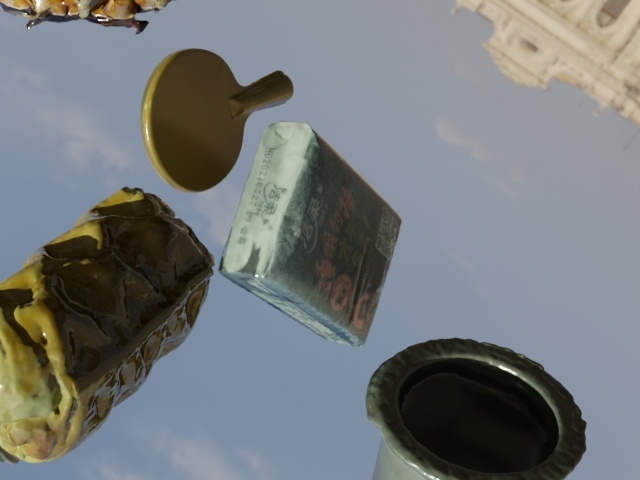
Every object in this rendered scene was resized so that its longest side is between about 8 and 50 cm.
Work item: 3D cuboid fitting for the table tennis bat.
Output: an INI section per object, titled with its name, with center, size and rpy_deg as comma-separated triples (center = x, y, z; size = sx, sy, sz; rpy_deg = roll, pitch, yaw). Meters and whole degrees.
[table tennis bat]
center = -0.140, -0.185, 1.467
size = 0.050, 0.198, 0.321
rpy_deg = 3, -158, 34

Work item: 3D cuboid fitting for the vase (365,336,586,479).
[vase]
center = 0.154, 0.294, 1.199
size = 0.245, 0.291, 0.245
rpy_deg = 6, -144, -4

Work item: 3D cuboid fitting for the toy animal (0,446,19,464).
[toy animal]
center = -0.422, 0.184, 1.060
size = 0.272, 0.197, 0.160
rpy_deg = -4, -173, -35

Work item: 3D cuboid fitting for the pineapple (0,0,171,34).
[pineapple]
center = -0.268, -0.434, 1.166
size = 0.352, 0.300, 0.352
rpy_deg = 4, -142, -3

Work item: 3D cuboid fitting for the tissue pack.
[tissue pack]
center = 0.000, 0.000, 1.478
size = 0.103, 0.228, 0.316
rpy_deg = 7, 162, 32

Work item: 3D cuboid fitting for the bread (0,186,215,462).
[bread]
center = -0.193, 0.068, 0.851
size = 0.267, 0.130, 0.152
rpy_deg = -49, -58, -53
